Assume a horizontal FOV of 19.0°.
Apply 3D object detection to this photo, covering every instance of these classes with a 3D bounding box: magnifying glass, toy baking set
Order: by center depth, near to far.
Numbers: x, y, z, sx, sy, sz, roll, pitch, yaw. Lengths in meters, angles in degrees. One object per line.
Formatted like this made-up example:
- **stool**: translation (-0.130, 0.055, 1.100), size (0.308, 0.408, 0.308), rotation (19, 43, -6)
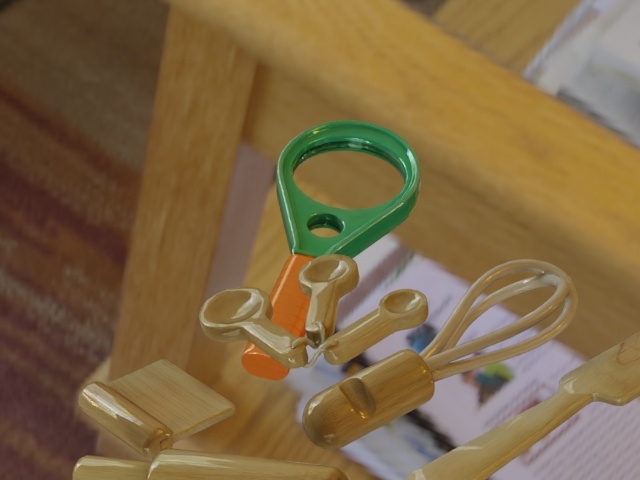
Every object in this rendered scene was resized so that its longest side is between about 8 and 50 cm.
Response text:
- **toy baking set**: translation (0.017, 0.061, 0.837), size (0.256, 0.030, 0.197), rotation (6, 37, 28)
- **magnifying glass**: translation (0.000, 0.000, 1.170), size (0.092, 0.026, 0.231), rotation (13, 43, 10)
